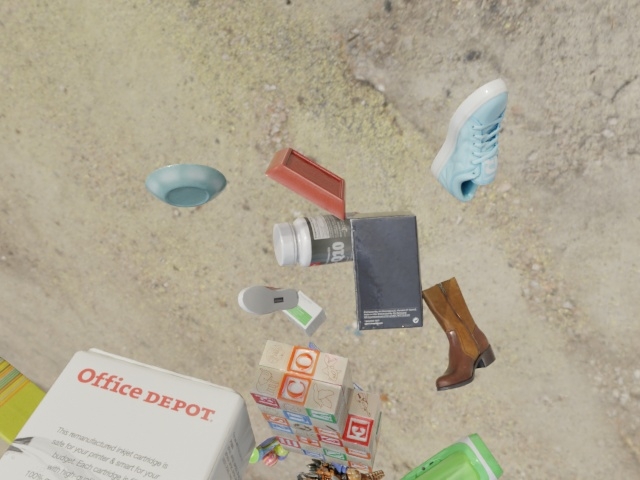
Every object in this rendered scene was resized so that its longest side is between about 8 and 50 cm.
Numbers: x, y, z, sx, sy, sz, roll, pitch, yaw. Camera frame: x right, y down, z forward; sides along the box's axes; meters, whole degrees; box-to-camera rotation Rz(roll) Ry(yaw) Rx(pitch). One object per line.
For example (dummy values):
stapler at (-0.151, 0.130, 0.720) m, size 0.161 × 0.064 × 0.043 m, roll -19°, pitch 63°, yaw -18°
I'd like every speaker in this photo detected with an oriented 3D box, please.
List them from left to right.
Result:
speaker at (0.295, 0.603, 1.357) m, size 0.296 × 0.131 × 0.131 m, roll -35°, pitch 115°, yaw 2°

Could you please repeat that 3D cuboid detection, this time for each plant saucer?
plant saucer at (-0.323, -0.121, 1.334) m, size 0.194 × 0.038 × 0.195 m, roll -7°, pitch 158°, yaw -3°
plant saucer at (-0.025, -0.181, 1.618) m, size 0.258 × 0.259 × 0.048 m, roll 30°, pitch 111°, yaw -9°

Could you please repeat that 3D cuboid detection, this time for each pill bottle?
pill bottle at (0.000, 0.000, 1.764) m, size 0.283 × 0.161 × 0.161 m, roll -7°, pitch 141°, yaw -16°

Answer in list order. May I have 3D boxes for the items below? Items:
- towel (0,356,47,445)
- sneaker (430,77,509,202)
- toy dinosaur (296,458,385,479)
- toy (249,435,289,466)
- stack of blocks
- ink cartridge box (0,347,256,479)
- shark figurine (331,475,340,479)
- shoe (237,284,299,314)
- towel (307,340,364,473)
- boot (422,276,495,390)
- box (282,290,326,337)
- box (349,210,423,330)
towel at (-0.535, 0.309, 0.984) m, size 0.237 × 0.102 × 0.021 m, roll 38°, pitch 134°, yaw 1°
sneaker at (0.381, -0.219, 1.302) m, size 0.150 × 0.135 × 0.366 m, roll 54°, pitch 164°, yaw 20°
toy dinosaur at (0.060, 0.751, 1.749) m, size 0.322 × 0.164 × 0.218 m, roll 38°, pitch -176°, yaw -35°
toy at (-0.134, 0.611, 1.589) m, size 0.056 × 0.137 × 0.237 m, roll 55°, pitch -167°, yaw 27°
stack of blocks at (0.006, 0.280, 0.902) m, size 0.171 × 0.087 × 0.297 m, roll 9°, pitch 146°, yaw 15°
ink cartridge box at (-0.203, 0.261, 0.513) m, size 0.196 × 0.273 × 0.114 m, roll 12°, pitch 139°, yaw 13°
shark figurine at (-0.032, 0.557, 1.055) m, size 0.278 × 0.166 × 0.116 m, roll -8°, pitch 164°, yaw -4°
shoe at (-0.133, 0.132, 1.219) m, size 0.081 × 0.178 × 0.064 m, roll -7°, pitch 82°, yaw 37°
towel at (0.025, 0.491, 1.618) m, size 0.243 × 0.040 × 0.336 m, roll 38°, pitch 131°, yaw 42°
boot at (0.369, 0.265, 1.585) m, size 0.096 × 0.264 × 0.281 m, roll -33°, pitch 82°, yaw 57°
box at (-0.048, 0.232, 1.735) m, size 0.101 × 0.087 × 0.102 m, roll 37°, pitch 165°, yaw 22°
box at (0.185, 0.070, 1.535) m, size 0.182 × 0.296 × 0.294 m, roll -5°, pitch 95°, yaw 7°
